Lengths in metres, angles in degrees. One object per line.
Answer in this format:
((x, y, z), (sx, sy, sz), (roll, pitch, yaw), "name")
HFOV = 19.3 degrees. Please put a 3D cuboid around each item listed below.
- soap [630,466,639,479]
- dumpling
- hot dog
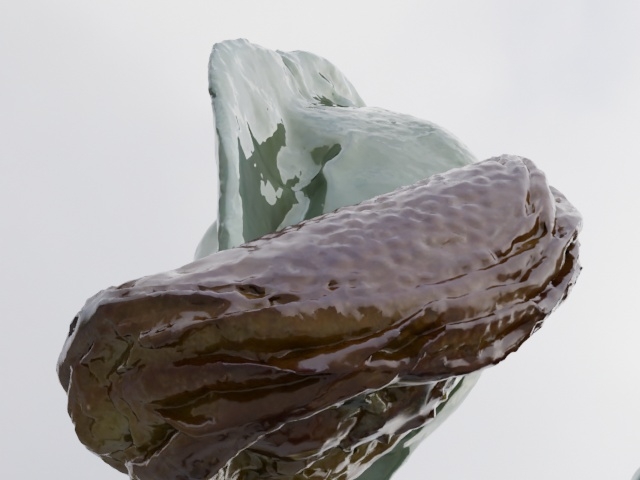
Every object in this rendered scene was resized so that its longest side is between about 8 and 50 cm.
((0.280, 0.078, 1.061), (0.087, 0.265, 0.160), (34, -1, 1), "soap")
((0.023, 0.015, 1.151), (0.211, 0.320, 0.270), (1, -76, -11), "dumpling")
((0.015, 0.046, 0.917), (0.196, 0.272, 0.122), (-45, -113, 51), "hot dog")
